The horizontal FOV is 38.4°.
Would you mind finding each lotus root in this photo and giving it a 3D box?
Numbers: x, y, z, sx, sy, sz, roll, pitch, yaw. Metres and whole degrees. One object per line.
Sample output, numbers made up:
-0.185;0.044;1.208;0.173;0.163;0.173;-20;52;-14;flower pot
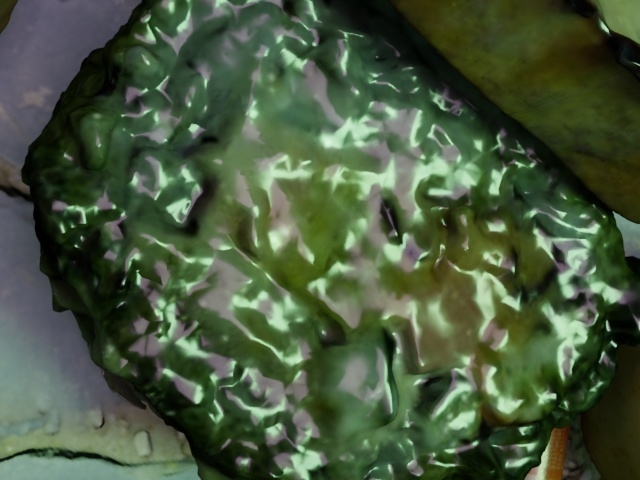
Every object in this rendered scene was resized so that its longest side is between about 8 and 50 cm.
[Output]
0.140;-0.198;0.515;0.375;0.111;0.391;-19;86;-50;lotus root

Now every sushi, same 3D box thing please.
0.000;0.000;0.547;0.294;0.178;0.352;-44;103;-15;sushi

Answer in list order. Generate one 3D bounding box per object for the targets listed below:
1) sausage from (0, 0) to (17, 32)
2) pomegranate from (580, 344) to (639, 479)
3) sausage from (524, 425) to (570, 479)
-0.311;-0.199;0.466;0.328;0.112;0.112;34;77;-15;sausage
0.296;0.115;0.644;0.233;0.233;0.233;0;89;-22;pomegranate
0.158;0.125;0.673;0.053;0.053;0.348;14;84;-21;sausage
